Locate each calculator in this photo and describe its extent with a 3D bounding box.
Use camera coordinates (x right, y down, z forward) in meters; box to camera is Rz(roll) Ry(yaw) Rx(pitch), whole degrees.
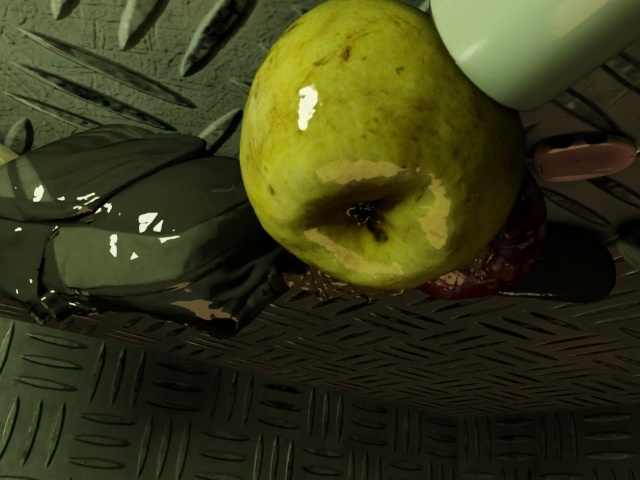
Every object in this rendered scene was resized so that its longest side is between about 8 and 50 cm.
[{"bbox_3d":[0.371,-0.119,0.860,0.165,0.024,0.103,-4,154,25],"label":"calculator"}]

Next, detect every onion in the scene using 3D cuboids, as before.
[{"bbox_3d":[0.216,-0.030,0.893,0.246,0.190,0.246,1,127,1],"label":"onion"}]

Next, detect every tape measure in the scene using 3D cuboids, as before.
[{"bbox_3d":[0.618,-0.015,1.022,0.180,0.104,0.107,-39,113,13],"label":"tape measure"}]

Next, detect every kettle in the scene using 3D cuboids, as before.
[{"bbox_3d":[0.202,-0.246,0.460,0.221,0.161,0.236,28,147,-20],"label":"kettle"}]

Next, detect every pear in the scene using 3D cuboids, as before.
[{"bbox_3d":[0.058,-0.109,0.644,0.303,0.304,0.304,5,156,2],"label":"pear"}]

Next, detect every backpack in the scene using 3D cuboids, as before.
[{"bbox_3d":[-0.223,-0.010,0.801,0.445,0.363,0.255,11,124,32],"label":"backpack"}]

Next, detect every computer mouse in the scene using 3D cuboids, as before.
[{"bbox_3d":[0.422,0.041,1.065,0.269,0.138,0.086,6,164,-3],"label":"computer mouse"}]

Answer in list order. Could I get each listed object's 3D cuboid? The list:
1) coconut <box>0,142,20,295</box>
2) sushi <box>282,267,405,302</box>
[{"bbox_3d":[-0.634,-0.025,0.924,0.415,0.345,0.415,6,152,3],"label":"coconut"},{"bbox_3d":[0.000,0.000,1.037,0.350,0.171,0.211,12,154,-15],"label":"sushi"}]
